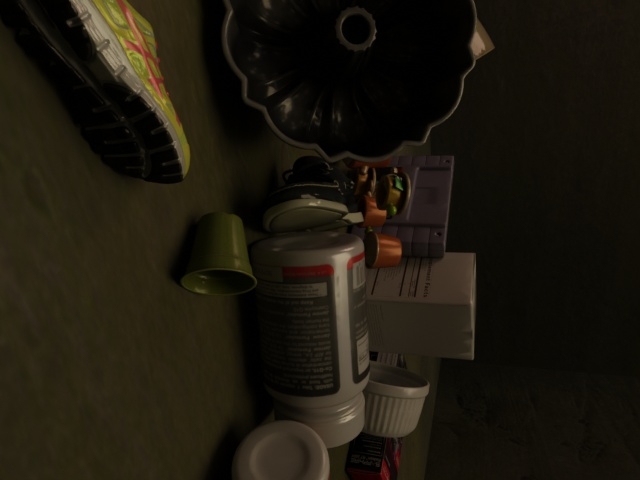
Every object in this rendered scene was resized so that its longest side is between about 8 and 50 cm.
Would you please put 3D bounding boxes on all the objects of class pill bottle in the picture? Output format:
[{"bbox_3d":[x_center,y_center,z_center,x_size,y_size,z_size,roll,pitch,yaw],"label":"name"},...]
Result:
[{"bbox_3d":[-0.048,0.352,0.636,0.121,0.121,0.216,-62,157,-52],"label":"pill bottle"},{"bbox_3d":[-0.011,0.138,0.696,0.161,0.161,0.283,-30,119,-67],"label":"pill bottle"}]

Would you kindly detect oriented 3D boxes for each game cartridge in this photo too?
[{"bbox_3d":[0.210,-0.102,1.203,0.355,0.230,0.068,-70,160,-44],"label":"game cartridge"}]

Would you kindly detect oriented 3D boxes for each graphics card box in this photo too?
[{"bbox_3d":[0.170,0.493,1.309,0.370,0.094,0.232,-72,153,-42],"label":"graphics card box"}]

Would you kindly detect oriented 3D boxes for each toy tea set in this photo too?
[{"bbox_3d":[0.087,-0.098,0.986,0.336,0.124,0.200,-100,-159,-46],"label":"toy tea set"}]

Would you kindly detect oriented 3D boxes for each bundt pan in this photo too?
[{"bbox_3d":[0.030,-0.265,0.640,0.124,0.331,0.330,-151,-121,-76],"label":"bundt pan"}]

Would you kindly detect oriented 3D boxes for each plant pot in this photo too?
[{"bbox_3d":[-0.115,0.012,0.543,0.083,0.083,0.079,51,31,-60],"label":"plant pot"}]

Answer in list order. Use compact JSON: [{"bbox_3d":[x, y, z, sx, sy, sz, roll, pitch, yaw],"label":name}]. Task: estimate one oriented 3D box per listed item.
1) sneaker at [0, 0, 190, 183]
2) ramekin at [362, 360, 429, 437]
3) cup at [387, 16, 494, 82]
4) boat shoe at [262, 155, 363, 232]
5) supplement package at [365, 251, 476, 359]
[{"bbox_3d":[-0.160,-0.140,0.397,0.094,0.082,0.208,-74,155,-42],"label":"sneaker"},{"bbox_3d":[0.120,0.333,1.015,0.207,0.207,0.109,17,84,-69],"label":"ramekin"},{"bbox_3d":[0.106,-0.373,0.855,0.236,0.331,0.331,62,27,-13],"label":"cup"},{"bbox_3d":[-0.009,-0.077,0.759,0.340,0.127,0.113,-3,80,-69],"label":"boat shoe"},{"bbox_3d":[0.206,0.143,1.104,0.175,0.293,0.177,-66,150,-48],"label":"supplement package"}]
